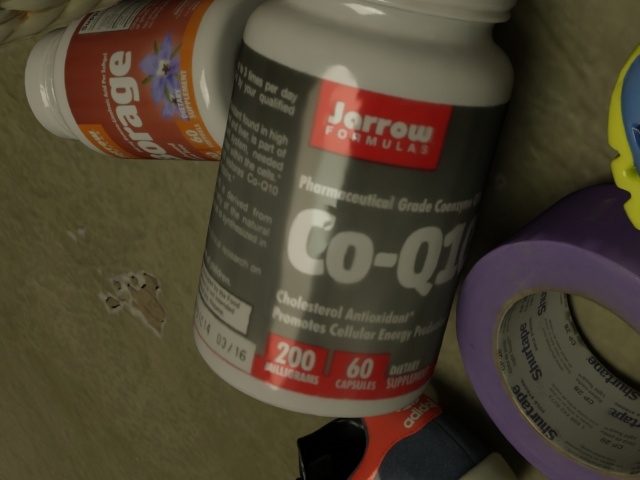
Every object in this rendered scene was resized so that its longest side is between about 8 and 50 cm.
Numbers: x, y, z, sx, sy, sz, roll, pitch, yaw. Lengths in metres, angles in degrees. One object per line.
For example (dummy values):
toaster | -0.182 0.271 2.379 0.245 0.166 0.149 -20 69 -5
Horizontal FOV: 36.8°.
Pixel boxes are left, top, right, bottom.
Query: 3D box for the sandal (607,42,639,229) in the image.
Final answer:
sandal | 0.270 0.012 0.445 0.317 0.126 0.138 45 162 -1

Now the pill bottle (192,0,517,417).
pill bottle | 0.022 -0.053 0.577 0.161 0.161 0.283 24 114 28

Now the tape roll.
tape roll | 0.178 0.067 0.577 0.189 0.080 0.189 32 138 34

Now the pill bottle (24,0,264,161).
pill bottle | -0.117 -0.119 0.712 0.216 0.121 0.121 5 117 38

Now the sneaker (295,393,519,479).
sneaker | 0.022 0.241 0.812 0.148 0.131 0.350 47 130 18

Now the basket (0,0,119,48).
basket | -0.224 -0.311 0.555 0.328 0.331 0.266 36 138 19
